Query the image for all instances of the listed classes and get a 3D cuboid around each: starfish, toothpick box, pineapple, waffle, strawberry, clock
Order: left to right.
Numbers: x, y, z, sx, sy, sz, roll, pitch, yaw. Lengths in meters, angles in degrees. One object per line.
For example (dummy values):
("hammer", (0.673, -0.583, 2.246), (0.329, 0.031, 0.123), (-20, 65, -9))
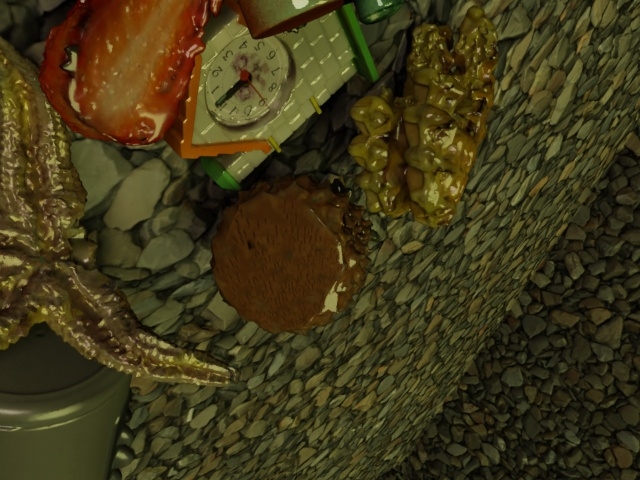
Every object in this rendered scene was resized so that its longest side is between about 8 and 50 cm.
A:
("starfish", (-0.293, 0.021, 0.474), (0.383, 0.132, 0.399), (-19, 105, -42))
("toothpick box", (-0.347, 0.229, 0.645), (0.228, 0.229, 0.317), (-11, 134, -41))
("strawberry", (-0.167, -0.174, 0.457), (0.188, 0.082, 0.121), (-58, 143, -9))
("clock", (-0.081, -0.196, 0.591), (0.255, 0.106, 0.220), (-45, 146, -2))
("pineapple", (-0.002, 0.000, 0.790), (0.223, 0.222, 0.357), (-60, 167, 20))
("waffle", (0.165, -0.171, 0.756), (0.324, 0.151, 0.261), (-52, 146, -39))

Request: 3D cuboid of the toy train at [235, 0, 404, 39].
("toy train", (-0.032, -0.309, 0.415), (0.177, 0.116, 0.286), (-20, 107, 7))
